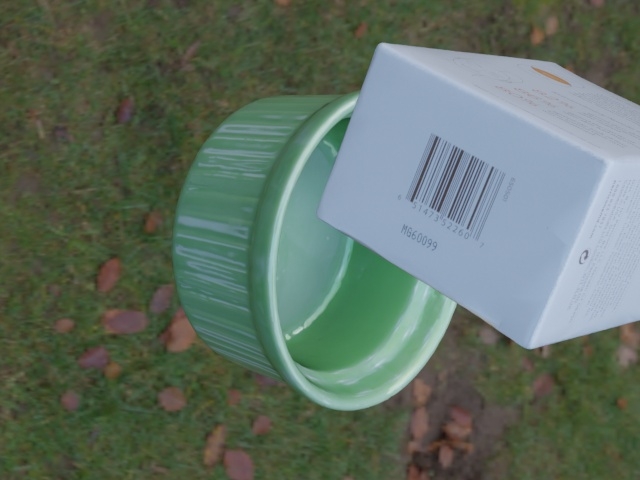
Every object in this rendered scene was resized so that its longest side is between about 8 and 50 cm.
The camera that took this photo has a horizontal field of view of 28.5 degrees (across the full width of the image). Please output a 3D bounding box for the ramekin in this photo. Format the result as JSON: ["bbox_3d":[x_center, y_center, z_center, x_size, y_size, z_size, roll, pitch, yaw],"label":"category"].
[{"bbox_3d":[0.000,0.000,1.211,0.303,0.148,0.303,-15,110,-48],"label":"ramekin"}]

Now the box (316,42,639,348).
[{"bbox_3d":[0.107,-0.026,0.611,0.170,0.130,0.091,-4,120,-52],"label":"box"}]
